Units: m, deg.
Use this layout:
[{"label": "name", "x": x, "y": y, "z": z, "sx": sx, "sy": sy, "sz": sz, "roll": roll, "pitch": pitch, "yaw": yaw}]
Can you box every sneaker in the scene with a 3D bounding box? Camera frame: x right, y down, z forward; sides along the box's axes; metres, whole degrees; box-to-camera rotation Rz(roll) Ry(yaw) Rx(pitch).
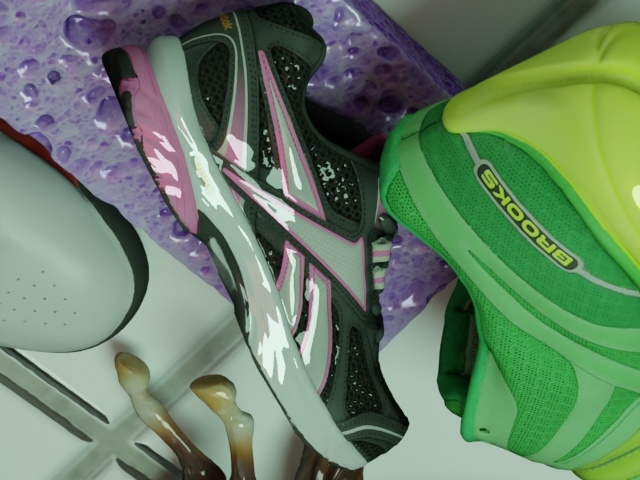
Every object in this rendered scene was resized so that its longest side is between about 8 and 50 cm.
[{"label": "sneaker", "x": 0.111, "y": 0.039, "z": 0.550, "sx": 0.123, "sy": 0.109, "sz": 0.295, "roll": -6, "pitch": 137, "yaw": 28}, {"label": "sneaker", "x": -0.182, "y": -0.011, "z": 0.501, "sx": 0.270, "sy": 0.145, "sz": 0.090, "roll": 35, "pitch": 113, "yaw": -18}, {"label": "sneaker", "x": 0.000, "y": 0.000, "z": 0.520, "sx": 0.077, "sy": 0.072, "sz": 0.178, "roll": -27, "pitch": 122, "yaw": 0}]

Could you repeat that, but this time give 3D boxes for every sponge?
[{"label": "sponge", "x": -0.028, "y": -0.048, "z": 0.548, "sx": 0.210, "sy": 0.031, "sz": 0.117, "roll": 40, "pitch": 111, "yaw": -20}]

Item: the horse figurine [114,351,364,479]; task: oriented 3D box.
[{"label": "horse figurine", "x": -0.094, "y": 0.131, "z": 0.625, "sx": 0.263, "sy": 0.066, "sz": 0.174, "roll": -11, "pitch": 116, "yaw": 6}]
